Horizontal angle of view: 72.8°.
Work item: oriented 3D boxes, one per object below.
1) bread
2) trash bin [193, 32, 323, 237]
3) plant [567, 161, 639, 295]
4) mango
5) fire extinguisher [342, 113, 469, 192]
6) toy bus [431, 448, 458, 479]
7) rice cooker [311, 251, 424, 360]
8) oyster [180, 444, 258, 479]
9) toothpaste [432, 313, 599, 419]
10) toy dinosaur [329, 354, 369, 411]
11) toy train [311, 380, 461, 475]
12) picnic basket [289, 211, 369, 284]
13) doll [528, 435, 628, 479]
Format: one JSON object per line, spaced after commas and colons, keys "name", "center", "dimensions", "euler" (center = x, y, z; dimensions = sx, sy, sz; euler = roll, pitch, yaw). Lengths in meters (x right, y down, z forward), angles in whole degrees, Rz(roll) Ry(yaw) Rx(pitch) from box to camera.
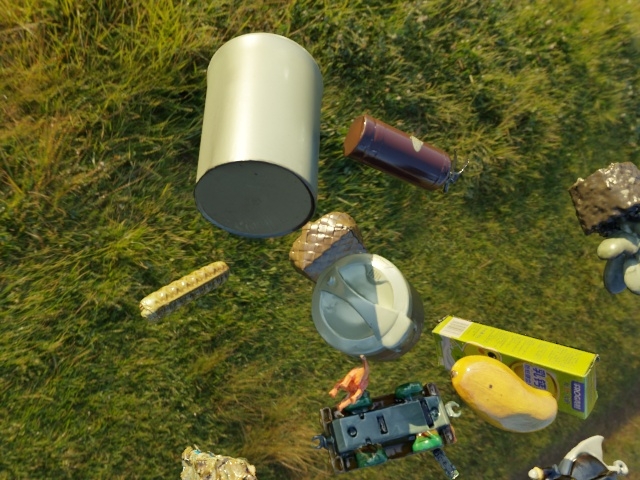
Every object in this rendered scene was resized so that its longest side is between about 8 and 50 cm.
{"name": "bread", "center": [-0.431, 0.159, 1.424], "dimensions": [0.084, 0.077, 0.367], "euler": [51, 36, 6]}
{"name": "trash bin", "center": [-0.130, -0.248, 0.971], "dimensions": [0.280, 0.280, 0.432], "euler": [17, 52, -24]}
{"name": "plant", "center": [0.642, -0.023, 0.915], "dimensions": [0.149, 0.146, 0.275], "euler": [-10, 78, -19]}
{"name": "mango", "center": [0.292, 0.250, 0.697], "dimensions": [0.190, 0.075, 0.098], "euler": [28, 65, -6]}
{"name": "fire extinguisher", "center": [0.231, -0.215, 1.113], "dimensions": [0.337, 0.114, 0.135], "euler": [20, 91, -21]}
{"name": "toy bus", "center": [0.344, 0.617, 1.202], "dimensions": [0.031, 0.083, 0.037], "euler": [-32, 146, -9]}
{"name": "rice cooker", "center": [0.135, 0.192, 1.190], "dimensions": [0.277, 0.288, 0.288], "euler": [40, 70, -60]}
{"name": "oyster", "center": [-0.165, 0.455, 0.736], "dimensions": [0.092, 0.259, 0.198], "euler": [25, 104, -38]}
{"name": "toothpaste", "center": [0.402, 0.258, 0.930], "dimensions": [0.077, 0.327, 0.110], "euler": [-30, 117, -37]}
{"name": "toy dinosaur", "center": [0.065, 0.318, 0.937], "dimensions": [0.055, 0.279, 0.101], "euler": [43, 51, 16]}
{"name": "toy train", "center": [0.178, 0.519, 1.204], "dimensions": [0.429, 0.249, 0.178], "euler": [-8, 59, -12]}
{"name": "picnic basket", "center": [0.000, 0.000, 1.901], "dimensions": [0.337, 0.337, 0.293], "euler": [-57, 140, -14]}
{"name": "doll", "center": [0.579, 0.550, 0.959], "dimensions": [0.316, 0.145, 0.103], "euler": [-2, 117, -27]}
